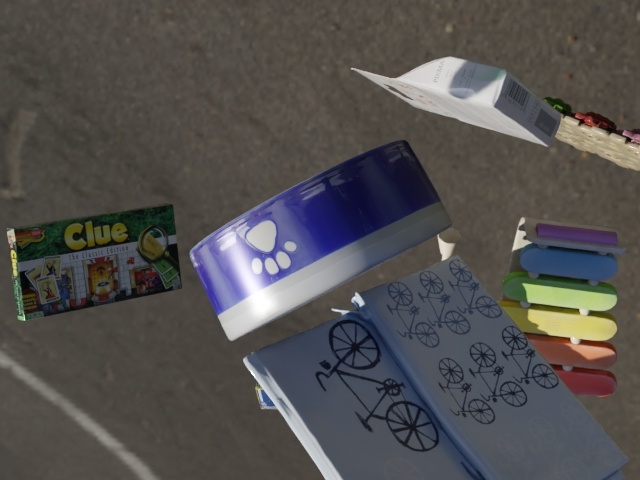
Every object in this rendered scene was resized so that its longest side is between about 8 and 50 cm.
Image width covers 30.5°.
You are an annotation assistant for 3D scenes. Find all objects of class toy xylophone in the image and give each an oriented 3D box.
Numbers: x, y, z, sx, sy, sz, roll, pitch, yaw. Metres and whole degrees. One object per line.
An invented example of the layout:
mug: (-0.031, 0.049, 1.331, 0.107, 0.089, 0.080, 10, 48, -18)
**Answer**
toy xylophone: (0.256, 0.089, 1.465, 0.236, 0.081, 0.322, 0, 131, 7)

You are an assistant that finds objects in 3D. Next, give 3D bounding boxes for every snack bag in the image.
snack bag: (0.123, 0.181, 1.242, 0.342, 0.323, 0.037, -18, 152, -36)

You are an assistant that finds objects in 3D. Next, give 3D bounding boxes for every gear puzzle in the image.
gear puzzle: (0.403, -0.176, 1.798, 0.339, 0.044, 0.175, 28, 180, 37)

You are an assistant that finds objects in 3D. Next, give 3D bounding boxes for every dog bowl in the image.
dog bowl: (0.000, 0.000, 1.234, 0.265, 0.104, 0.265, -27, 177, -1)

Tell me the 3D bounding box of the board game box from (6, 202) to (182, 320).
board game box: (-0.330, 0.029, 1.744, 0.259, 0.136, 0.030, -12, -171, -35)

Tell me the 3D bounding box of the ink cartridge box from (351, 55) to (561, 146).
ink cartridge box: (0.179, -0.195, 1.536, 0.225, 0.056, 0.181, 24, -179, 36)

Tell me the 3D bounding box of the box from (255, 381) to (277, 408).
box: (-0.007, 0.214, 1.739, 0.169, 0.059, 0.054, 0, 137, 10)
